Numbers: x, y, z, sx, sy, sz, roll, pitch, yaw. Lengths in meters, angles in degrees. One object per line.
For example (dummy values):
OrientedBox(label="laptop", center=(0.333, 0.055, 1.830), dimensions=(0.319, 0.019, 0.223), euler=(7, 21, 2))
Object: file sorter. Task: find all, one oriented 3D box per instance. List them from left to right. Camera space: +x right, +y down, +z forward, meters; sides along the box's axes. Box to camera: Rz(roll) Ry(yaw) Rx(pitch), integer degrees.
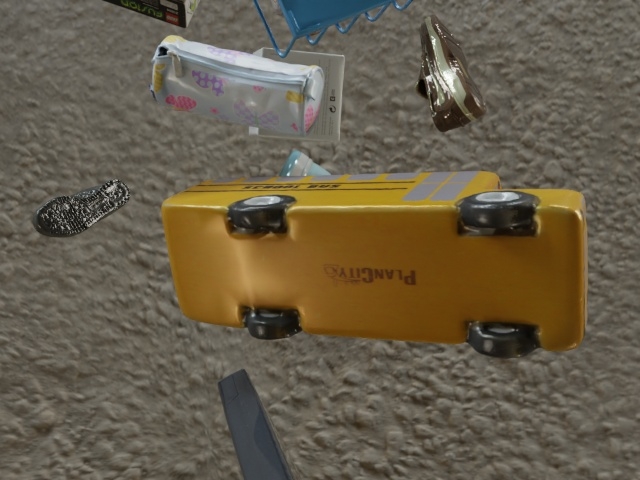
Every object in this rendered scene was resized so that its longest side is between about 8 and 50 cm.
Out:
OrientedBox(label="file sorter", center=(0.015, -0.290, 0.787), dimensions=(0.170, 0.104, 0.118), euler=(-25, 92, -14))

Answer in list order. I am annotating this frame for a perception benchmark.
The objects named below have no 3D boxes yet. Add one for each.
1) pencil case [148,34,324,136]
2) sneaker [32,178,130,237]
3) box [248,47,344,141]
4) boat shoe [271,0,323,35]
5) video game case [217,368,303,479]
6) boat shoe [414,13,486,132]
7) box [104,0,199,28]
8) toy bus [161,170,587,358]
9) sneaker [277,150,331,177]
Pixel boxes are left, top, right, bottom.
OrientedBox(label="pencil case", center=(-0.130, -0.248, 1.147), dimensions=(0.273, 0.124, 0.114), euler=(15, 62, 9))
OrientedBox(label="sneaker", center=(-0.309, -0.036, 0.921), dimensions=(0.170, 0.089, 0.051), euler=(-35, 102, -51))
OrientedBox(label="box", center=(-0.053, -0.304, 1.525), dimensions=(0.181, 0.119, 0.181), euler=(2, 98, -16))
OrientedBox(label="boat shoe", center=(0.069, -0.480, 1.283), dimensions=(0.324, 0.116, 0.123), euler=(-26, 51, 19))
OrientedBox(label="video game case", center=(0.002, 0.260, 0.561), dimensions=(0.035, 0.275, 0.248), euler=(-27, 110, -8))
OrientedBox(label="boat shoe", center=(0.198, -0.288, 1.238), dimensions=(0.095, 0.095, 0.258), euler=(35, 33, -37))
OrientedBox(label="box", center=(-0.196, -0.273, 0.639), dimensions=(0.206, 0.036, 0.114), euler=(19, 66, 0))
OrientedBox(label="toy bus", center=(0.035, 0.009, 0.569), dimensions=(0.332, 0.130, 0.108), euler=(1, 107, 24))
OrientedBox(label="sneaker", center=(0.000, 0.000, 1.168), dimensions=(0.208, 0.127, 0.319), euler=(27, 46, -9))
